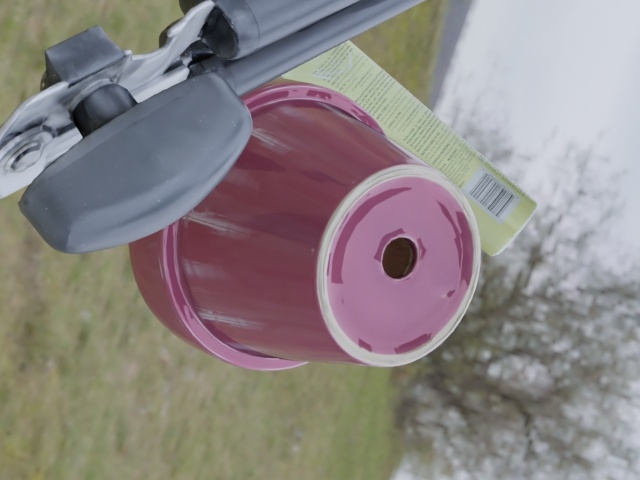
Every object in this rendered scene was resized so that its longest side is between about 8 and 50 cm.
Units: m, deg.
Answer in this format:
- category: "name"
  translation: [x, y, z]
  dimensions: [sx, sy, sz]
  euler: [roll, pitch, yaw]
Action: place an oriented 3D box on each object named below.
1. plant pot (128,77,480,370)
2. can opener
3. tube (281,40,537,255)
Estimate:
- category: "plant pot"
  translation: [0.000, 0.000, 1.039]
  dimensions: [0.180, 0.201, 0.201]
  euler: [19, -90, 55]
- category: "can opener"
  translation: [-0.026, -0.078, 0.716]
  dimensions: [0.283, 0.095, 0.076]
  euler: [-31, 165, -32]
- category: "tube"
  translation: [0.074, -0.086, 1.321]
  dimensions: [0.062, 0.240, 0.070]
  euler: [-49, -176, 3]
